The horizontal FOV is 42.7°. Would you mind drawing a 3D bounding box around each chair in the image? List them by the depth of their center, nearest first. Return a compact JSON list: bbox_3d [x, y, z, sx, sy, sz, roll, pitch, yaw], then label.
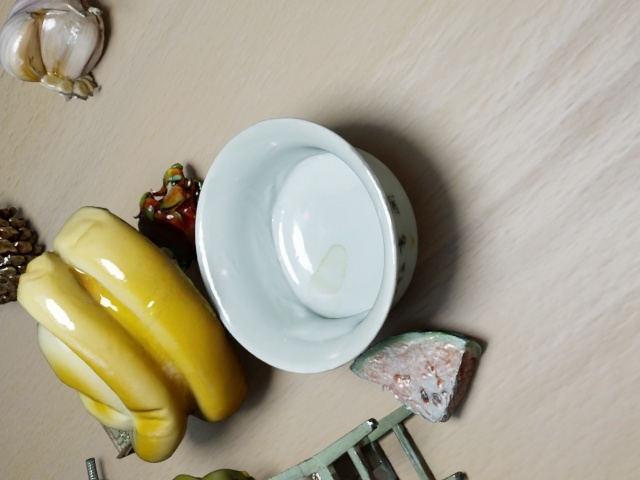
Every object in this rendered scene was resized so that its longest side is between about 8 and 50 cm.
[{"bbox_3d":[0.052,0.358,1.195,0.270,0.136,0.147,-40,72,33],"label":"chair"}]

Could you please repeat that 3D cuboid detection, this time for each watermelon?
[{"bbox_3d":[0.144,0.187,1.146,0.187,0.071,0.139,-17,94,30],"label":"watermelon"}]

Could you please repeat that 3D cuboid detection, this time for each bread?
[{"bbox_3d":[-0.295,0.145,1.285,0.329,0.245,0.424,45,164,49],"label":"bread"}]

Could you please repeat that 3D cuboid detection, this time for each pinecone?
[{"bbox_3d":[-0.663,0.032,1.661,0.184,0.179,0.205,-31,68,-3],"label":"pinecone"}]

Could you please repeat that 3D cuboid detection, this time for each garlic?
[{"bbox_3d":[-0.437,-0.338,1.443,0.256,0.207,0.207,13,105,36],"label":"garlic"}]

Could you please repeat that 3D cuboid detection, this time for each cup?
[{"bbox_3d":[0.000,0.000,1.161,0.347,0.163,0.347,6,101,36],"label":"cup"}]

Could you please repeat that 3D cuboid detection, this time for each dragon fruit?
[{"bbox_3d":[-0.238,-0.039,1.375,0.138,0.142,0.175,18,85,-2],"label":"dragon fruit"}]

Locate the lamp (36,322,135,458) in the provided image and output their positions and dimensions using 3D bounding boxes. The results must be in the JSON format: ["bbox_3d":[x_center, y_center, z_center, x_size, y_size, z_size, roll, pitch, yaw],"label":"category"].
[{"bbox_3d":[-0.420,0.254,1.568,0.325,0.089,0.090,50,123,20],"label":"lamp"}]

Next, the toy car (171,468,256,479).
[{"bbox_3d":[-0.197,0.461,1.297,0.248,0.204,0.198,-44,42,-2],"label":"toy car"}]

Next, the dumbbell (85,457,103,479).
[{"bbox_3d":[-0.437,0.560,1.634,0.081,0.081,0.254,-9,92,38],"label":"dumbbell"}]
